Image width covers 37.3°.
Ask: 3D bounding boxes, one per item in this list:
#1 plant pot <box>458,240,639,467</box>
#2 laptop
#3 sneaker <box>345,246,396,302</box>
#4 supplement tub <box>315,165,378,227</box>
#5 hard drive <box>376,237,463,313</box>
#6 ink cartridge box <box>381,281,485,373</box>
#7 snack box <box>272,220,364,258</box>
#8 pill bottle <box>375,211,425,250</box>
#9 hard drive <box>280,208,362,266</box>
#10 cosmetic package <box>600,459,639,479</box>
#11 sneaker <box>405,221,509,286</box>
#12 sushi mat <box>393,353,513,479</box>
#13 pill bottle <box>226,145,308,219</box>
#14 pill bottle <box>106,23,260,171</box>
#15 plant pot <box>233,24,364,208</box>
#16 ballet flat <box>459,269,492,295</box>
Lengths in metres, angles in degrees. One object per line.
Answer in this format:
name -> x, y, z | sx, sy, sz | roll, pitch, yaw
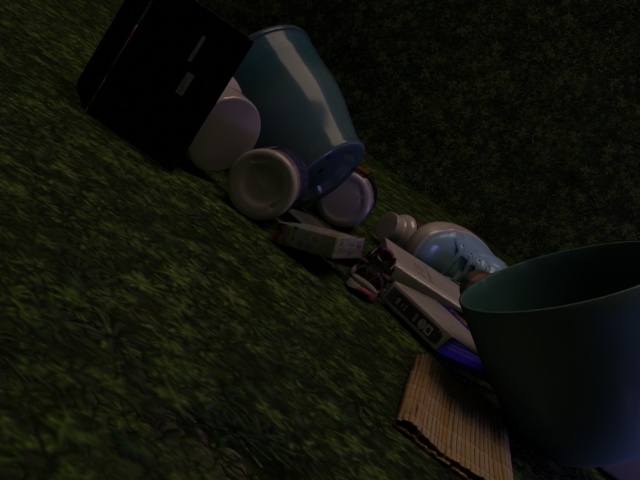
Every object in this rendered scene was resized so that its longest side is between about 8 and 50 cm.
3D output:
plant pot -> 0.353, 0.155, 1.255 | 0.293, 0.292, 0.235 | -62, 138, -80
laptop -> -0.250, -0.274, 1.466 | 0.264, 0.234, 0.136 | 35, 11, 8
sneaker -> 0.093, 0.046, 1.518 | 0.072, 0.077, 0.178 | 35, 10, -2
supplement tub -> 0.056, -0.093, 1.921 | 0.117, 0.117, 0.190 | 35, 10, 2
hard drive -> 0.244, 0.110, 1.796 | 0.307, 0.040, 0.203 | 34, 10, -6
ink cartridge box -> 0.223, 0.159, 1.492 | 0.206, 0.045, 0.208 | 26, 11, -42
snack box -> 0.000, 0.000, 1.465 | 0.100, 0.037, 0.141 | 14, 4, 20
pill bottle -> 0.193, -0.003, 2.023 | 0.152, 0.086, 0.086 | 28, 12, -35
hard drive -> 0.000, -0.006, 1.616 | 0.135, 0.022, 0.094 | 41, 12, 32
cosmetic package -> 0.550, 0.332, 1.469 | 0.224, 0.138, 0.224 | 37, 11, 5
sneaker -> 0.337, 0.077, 1.977 | 0.365, 0.135, 0.150 | 26, 10, -35
sushi mat -> 0.166, 0.216, 1.142 | 0.151, 0.019, 0.316 | 36, 10, 4
pill bottle -> -0.079, -0.097, 1.536 | 0.112, 0.112, 0.186 | 35, 11, 2
pill bottle -> -0.228, -0.239, 1.578 | 0.160, 0.160, 0.283 | 22, 16, -49
plant pot -> -0.062, -0.210, 1.752 | 0.255, 0.271, 0.271 | 54, 16, 18
ballet flat -> 0.352, 0.157, 1.645 | 0.316, 0.107, 0.106 | 48, -3, -22
